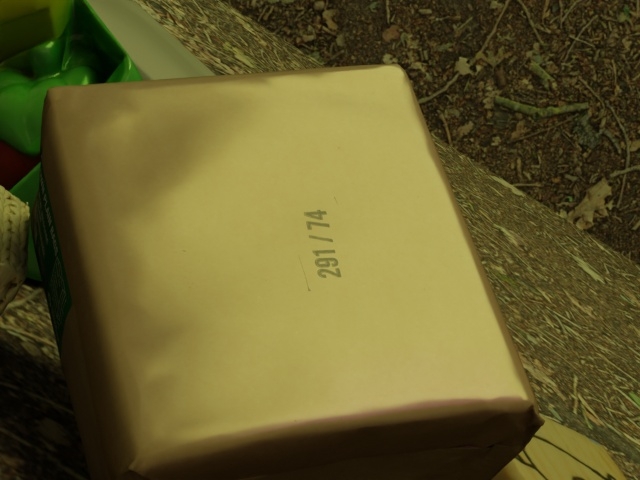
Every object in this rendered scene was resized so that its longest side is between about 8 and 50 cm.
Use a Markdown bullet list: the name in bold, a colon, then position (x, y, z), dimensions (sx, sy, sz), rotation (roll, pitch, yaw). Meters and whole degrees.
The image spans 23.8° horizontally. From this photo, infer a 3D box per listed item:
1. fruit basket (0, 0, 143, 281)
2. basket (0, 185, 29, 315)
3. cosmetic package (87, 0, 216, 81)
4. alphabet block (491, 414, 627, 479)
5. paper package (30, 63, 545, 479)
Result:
- **fruit basket**: position (-0.315, -0.181, 1.392), dimensions (0.392, 0.283, 0.392), rotation (46, 4, -4)
- **basket**: position (-0.297, 0.012, 1.185), dimensions (0.103, 0.113, 0.167), rotation (35, 14, -20)
- **cosmetic package**: position (-0.212, -0.149, 1.802), dimensions (0.385, 0.156, 0.217), rotation (42, 16, 29)
- **alphabet block**: position (0.155, 0.263, 1.250), dimensions (0.192, 0.193, 0.197), rotation (26, 17, -28)
- **paper package**: position (-0.043, 0.045, 1.139), dimensions (0.310, 0.168, 0.324), rotation (-6, 58, -21)
